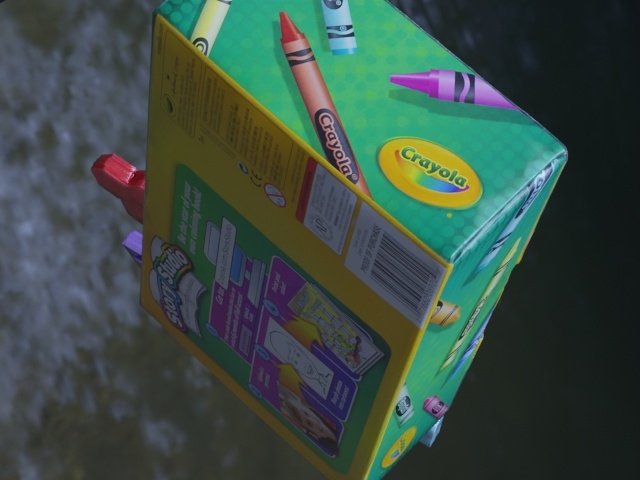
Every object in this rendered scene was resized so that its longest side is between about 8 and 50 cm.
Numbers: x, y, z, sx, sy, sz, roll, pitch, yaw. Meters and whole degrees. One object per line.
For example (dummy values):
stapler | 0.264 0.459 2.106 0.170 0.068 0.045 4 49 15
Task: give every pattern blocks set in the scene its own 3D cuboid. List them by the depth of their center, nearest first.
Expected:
pattern blocks set | -0.038 0.061 1.368 0.026 0.324 0.285 -55 157 -22

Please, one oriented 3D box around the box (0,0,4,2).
box | -0.218 -0.151 0.710 0.077 0.180 0.147 40 33 -52

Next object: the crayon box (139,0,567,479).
crayon box | 0.000 0.000 0.775 0.165 0.081 0.278 41 -26 14
